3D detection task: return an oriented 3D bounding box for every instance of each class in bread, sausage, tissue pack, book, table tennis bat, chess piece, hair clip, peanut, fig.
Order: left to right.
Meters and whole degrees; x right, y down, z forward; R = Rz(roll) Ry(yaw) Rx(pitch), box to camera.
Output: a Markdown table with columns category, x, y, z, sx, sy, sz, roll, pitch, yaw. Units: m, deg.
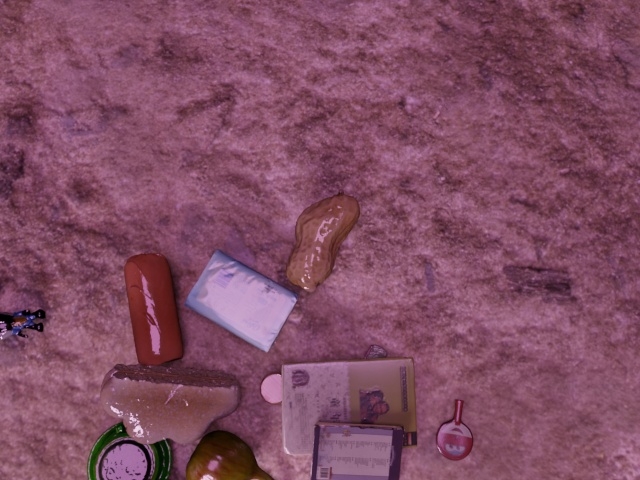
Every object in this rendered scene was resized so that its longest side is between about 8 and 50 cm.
| category | x | y | z | sx | sy | sz | roll | pitch | yaw |
| --- | --- | --- | --- | --- | --- | --- | --- | --- | --- |
| sausage | -0.446 | 0.182 | 1.286 | 0.121 | 0.121 | 0.305 | -12 | 77 | -4 |
| bread | -0.369 | 0.410 | 1.190 | 0.337 | 0.102 | 0.183 | 13 | 90 | -26 |
| fig | -0.197 | 0.572 | 1.186 | 0.259 | 0.151 | 0.152 | 23 | 77 | 1 |
| tissue pack | -0.210 | 0.164 | 1.314 | 0.263 | 0.089 | 0.177 | 29 | 78 | 3 |
| chess piece | -0.120 | 0.394 | 1.283 | 0.083 | 0.038 | 0.084 | 1 | 78 | -2 |
| peanut | -0.005 | -0.005 | 1.338 | 0.159 | 0.143 | 0.291 | 21 | 80 | 39 |
| book | 0.073 | 0.428 | 1.251 | 0.351 | 0.035 | 0.240 | -2 | 90 | -2 |
| book | 0.093 | 0.541 | 1.227 | 0.231 | 0.026 | 0.158 | 4 | 101 | -2 |
| hair clip | 0.133 | 0.350 | 1.307 | 0.054 | 0.022 | 0.137 | 27 | 77 | 4 |
| table tennis bat | 0.360 | 0.502 | 1.278 | 0.098 | 0.019 | 0.155 | 11 | 79 | 2 |

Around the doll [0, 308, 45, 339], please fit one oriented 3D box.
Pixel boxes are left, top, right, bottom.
| category | x | y | z | sx | sy | sz | roll | pitch | yaw |
| --- | --- | --- | --- | --- | --- | --- | --- | --- | --- |
| doll | -0.851 | 0.228 | 1.293 | 0.195 | 0.070 | 0.096 | -7 | 61 | -10 |

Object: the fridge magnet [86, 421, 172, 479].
| category | x | y | z | sx | sy | sz | roll | pitch | yaw |
| --- | --- | --- | --- | --- | --- | --- | --- | --- | --- |
| fridge magnet | -0.478 | 0.560 | 1.206 | 0.207 | 0.088 | 0.208 | 2 | 76 | -6 |
